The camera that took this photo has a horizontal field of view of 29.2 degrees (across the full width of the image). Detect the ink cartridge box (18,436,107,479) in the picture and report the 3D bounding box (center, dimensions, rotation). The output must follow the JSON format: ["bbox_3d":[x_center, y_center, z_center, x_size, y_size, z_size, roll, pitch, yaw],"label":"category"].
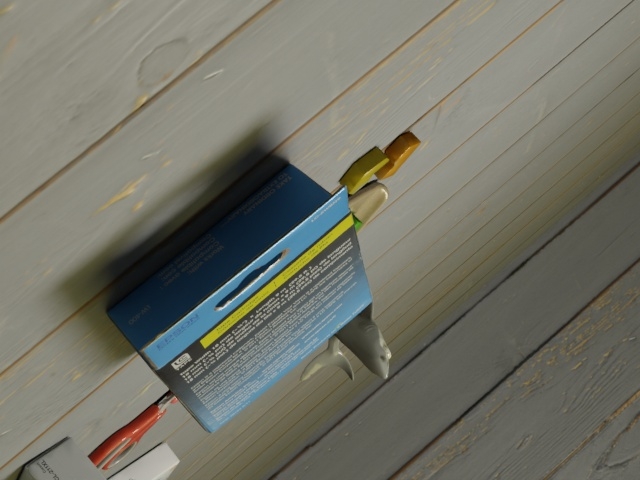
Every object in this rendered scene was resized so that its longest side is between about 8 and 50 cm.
[{"bbox_3d":[-0.312,0.339,1.505,0.072,0.127,0.175,-33,166,-39],"label":"ink cartridge box"}]

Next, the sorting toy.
[{"bbox_3d":[0.000,0.000,1.495,0.229,0.041,0.307,-26,160,-53],"label":"sorting toy"}]

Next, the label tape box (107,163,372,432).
[{"bbox_3d":[-0.080,0.048,1.240,0.241,0.106,0.333,-39,159,-10],"label":"label tape box"}]

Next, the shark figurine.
[{"bbox_3d":[0.022,0.163,2.088,0.116,0.166,0.278,-10,175,-20],"label":"shark figurine"}]

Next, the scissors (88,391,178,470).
[{"bbox_3d":[-0.215,0.226,1.665,0.297,0.021,0.109,-43,166,13],"label":"scissors"}]

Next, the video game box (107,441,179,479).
[{"bbox_3d":[-0.333,0.420,1.926,0.205,0.048,0.187,-31,162,-42],"label":"video game box"}]
